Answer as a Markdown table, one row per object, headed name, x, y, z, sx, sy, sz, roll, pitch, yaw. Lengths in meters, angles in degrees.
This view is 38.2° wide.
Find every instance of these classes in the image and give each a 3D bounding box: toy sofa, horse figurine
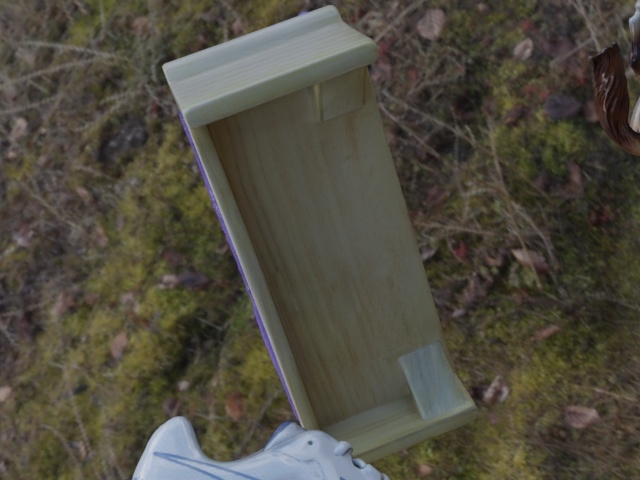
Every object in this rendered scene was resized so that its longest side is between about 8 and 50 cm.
| name | x | y | z | sx | sy | sz | roll | pitch | yaw |
| --- | --- | --- | --- | --- | --- | --- | --- | --- | --- |
| toy sofa | 0.000 | 0.000 | 0.781 | 0.150 | 0.362 | 0.177 | -21 | 27 | -5 |
| horse figurine | 0.345 | -0.114 | 0.786 | 0.066 | 0.263 | 0.174 | -92 | 4 | -74 |

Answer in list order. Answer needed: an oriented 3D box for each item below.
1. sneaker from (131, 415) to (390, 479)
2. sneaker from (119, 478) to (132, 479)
| name | x | y | z | sx | sy | sz | roll | pitch | yaw |
| --- | --- | --- | --- | --- | --- | --- | --- | --- | --- |
| sneaker | 0.013 | 0.187 | 0.598 | 0.297 | 0.111 | 0.129 | 10 | 71 | -6 |
| sneaker | -0.212 | 0.307 | 1.084 | 0.109 | 0.040 | 0.044 | -9 | 88 | 48 |
